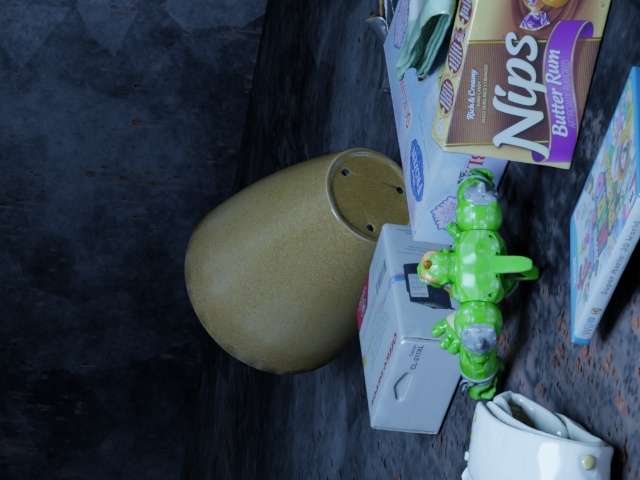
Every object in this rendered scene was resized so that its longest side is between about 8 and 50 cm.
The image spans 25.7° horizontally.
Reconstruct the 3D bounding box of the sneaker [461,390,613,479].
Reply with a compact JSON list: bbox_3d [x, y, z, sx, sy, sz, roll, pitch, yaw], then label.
[{"bbox_3d":[0.133,0.199,1.057,0.292,0.108,0.169,168,111,-68],"label":"sneaker"}]

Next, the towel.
[{"bbox_3d":[0.099,-0.325,1.248,0.248,0.038,0.324,110,164,-83],"label":"towel"}]

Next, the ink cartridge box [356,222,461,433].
[{"bbox_3d":[0.090,0.088,1.406,0.175,0.072,0.127,-96,18,-50],"label":"ink cartridge box"}]

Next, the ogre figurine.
[{"bbox_3d":[0.134,0.027,1.188,0.118,0.097,0.197,65,-135,-77],"label":"ogre figurine"}]

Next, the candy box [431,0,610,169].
[{"bbox_3d":[0.161,-0.156,1.108,0.053,0.109,0.186,-114,34,-69],"label":"candy box"}]

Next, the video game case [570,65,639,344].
[{"bbox_3d":[0.201,-0.022,0.976,0.166,0.015,0.119,100,178,-51],"label":"video game case"}]

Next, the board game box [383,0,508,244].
[{"bbox_3d":[0.143,-0.216,1.352,0.318,0.066,0.318,-94,16,-45],"label":"board game box"}]

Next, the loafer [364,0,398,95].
[{"bbox_3d":[0.083,-0.263,1.711,0.062,0.061,0.170,-152,69,-77],"label":"loafer"}]

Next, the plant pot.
[{"bbox_3d":[0.000,0.000,1.620,0.254,0.237,0.237,-43,39,52],"label":"plant pot"}]
